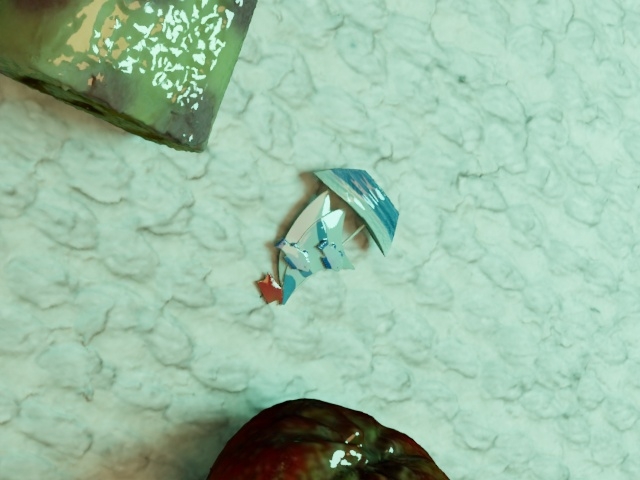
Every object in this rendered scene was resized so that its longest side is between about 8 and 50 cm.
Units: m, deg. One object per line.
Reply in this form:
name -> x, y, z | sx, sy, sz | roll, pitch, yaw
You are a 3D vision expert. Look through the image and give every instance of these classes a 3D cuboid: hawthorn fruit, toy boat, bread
hawthorn fruit -> -0.008, 0.299, 0.932 | 0.254, 0.254, 0.300 | 14, 106, -30
toy boat -> 0.001, -0.011, 1.005 | 0.149, 0.034, 0.105 | -22, 111, -12
bread -> -0.114, -0.252, 0.820 | 0.187, 0.155, 0.338 | 21, 87, -35
